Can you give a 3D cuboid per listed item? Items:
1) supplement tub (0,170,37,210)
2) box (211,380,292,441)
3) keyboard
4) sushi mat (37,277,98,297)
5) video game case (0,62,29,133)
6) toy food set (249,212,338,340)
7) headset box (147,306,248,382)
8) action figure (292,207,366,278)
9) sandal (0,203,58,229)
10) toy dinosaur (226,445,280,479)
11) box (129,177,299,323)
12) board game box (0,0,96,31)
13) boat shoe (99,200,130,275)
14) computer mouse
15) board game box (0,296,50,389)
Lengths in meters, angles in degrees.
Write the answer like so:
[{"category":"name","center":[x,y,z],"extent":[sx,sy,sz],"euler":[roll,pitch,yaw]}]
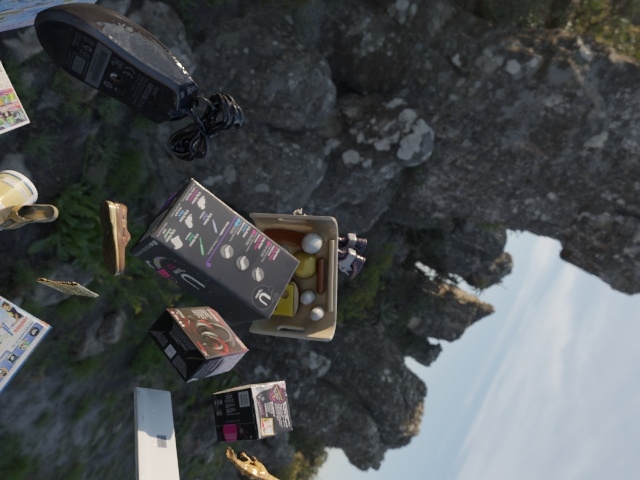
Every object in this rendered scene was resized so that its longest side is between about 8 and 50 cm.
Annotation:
[{"category":"supplement tub","center":[-1.067,-0.125,1.699],"extent":[0.200,0.144,0.144],"euler":[-70,179,-48]},{"category":"box","center":[-0.226,0.557,1.667],"extent":[0.142,0.164,0.247],"euler":[3,160,-43]},{"category":"keyboard","center":[-0.290,0.354,0.898],"extent":[0.014,0.072,0.256],"euler":[-57,-148,16]},{"category":"sushi mat","center":[-1.026,0.197,2.093],"extent":[0.316,0.151,0.019],"euler":[122,-23,-73]},{"category":"video game case","center":[-0.878,-0.384,1.369],"extent":[0.201,0.023,0.184],"euler":[-97,172,-67]},{"category":"toy food set","center":[-0.074,0.088,1.268],"extent":[0.092,0.219,0.307],"euler":[-18,110,-75]},{"category":"headset box","center":[-0.391,0.332,1.692],"extent":[0.110,0.218,0.293],"euler":[-48,160,10]},{"category":"action figure","center":[0.000,0.000,1.521],"extent":[0.099,0.284,0.185],"euler":[-53,-161,34]},{"category":"sandal","center":[-0.906,-0.080,1.565],"extent":[0.049,0.179,0.072],"euler":[141,-61,-73]},{"category":"toy dinosaur","center":[-0.140,0.562,1.216],"extent":[0.064,0.211,0.112],"euler":[-66,-174,-24]},{"category":"box","center":[-0.207,0.033,1.007],"extent":[0.165,0.270,0.144],"euler":[-20,-144,55]},{"category":"board game box","center":[-0.560,-0.480,0.966],"extent":[0.318,0.317,0.066],"euler":[-34,111,-35]},{"category":"boat shoe","center":[-0.479,-0.006,1.211],"extent":[0.060,0.064,0.178],"euler":[1,79,-49]},{"category":"computer mouse","center":[-0.245,-0.229,0.705],"extent":[0.188,0.272,0.072],"euler":[-19,-134,50]},{"category":"board game box","center":[-1.193,0.357,1.815],"extent":[0.308,0.301,0.086],"euler":[-58,-168,-19]}]
